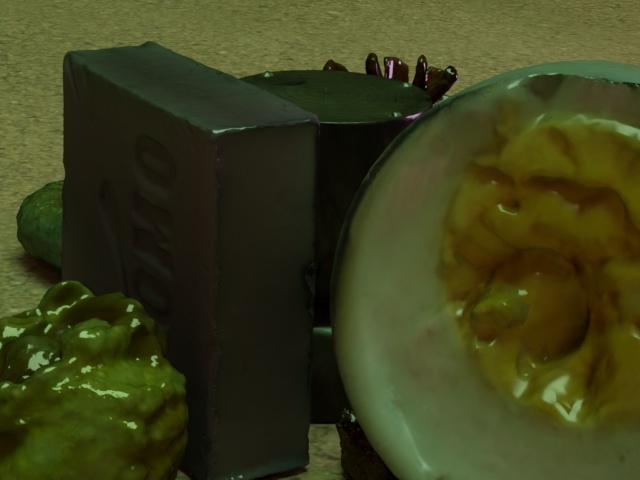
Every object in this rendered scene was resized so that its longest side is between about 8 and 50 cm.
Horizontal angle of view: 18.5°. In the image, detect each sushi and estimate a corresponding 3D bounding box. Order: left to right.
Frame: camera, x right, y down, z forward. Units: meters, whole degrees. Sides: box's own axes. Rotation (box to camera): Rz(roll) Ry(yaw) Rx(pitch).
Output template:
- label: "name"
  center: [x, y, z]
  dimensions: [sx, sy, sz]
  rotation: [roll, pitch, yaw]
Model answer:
- label: "sushi"
  center: [0.043, 0.164, 1.534]
  dimensions: [0.050, 0.047, 0.099]
  rotation: [-5, 21, -31]

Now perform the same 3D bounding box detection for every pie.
- label: "pie"
  center: [-0.169, -0.008, 1.998]
  dimensions: [0.277, 0.079, 0.277]
  rotation: [7, 15, -2]

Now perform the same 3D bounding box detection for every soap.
- label: "soap"
  center: [-0.111, 0.010, 1.590]
  dimensions: [0.107, 0.296, 0.285]
  rotation: [-8, 19, -30]

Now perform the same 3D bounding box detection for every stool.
- label: "stool"
  center: [0.000, 0.000, 1.678]
  dimensions: [0.179, 0.264, 0.179]
  rotation: [2, 18, -1]

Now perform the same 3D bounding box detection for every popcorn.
- label: "popcorn"
  center: [-0.186, 0.127, 1.446]
  dimensions: [0.197, 0.156, 0.198]
  rotation: [3, 31, -2]

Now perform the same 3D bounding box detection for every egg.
- label: "egg"
  center: [0.221, 0.046, 1.478]
  dimensions: [0.354, 0.355, 0.340]
  rotation: [11, 5, 23]

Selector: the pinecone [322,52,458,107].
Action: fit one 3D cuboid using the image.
- label: "pinecone"
  center: [0.051, -0.063, 1.889]
  dimensions: [0.264, 0.264, 0.264]
  rotation: [3, 18, -1]
